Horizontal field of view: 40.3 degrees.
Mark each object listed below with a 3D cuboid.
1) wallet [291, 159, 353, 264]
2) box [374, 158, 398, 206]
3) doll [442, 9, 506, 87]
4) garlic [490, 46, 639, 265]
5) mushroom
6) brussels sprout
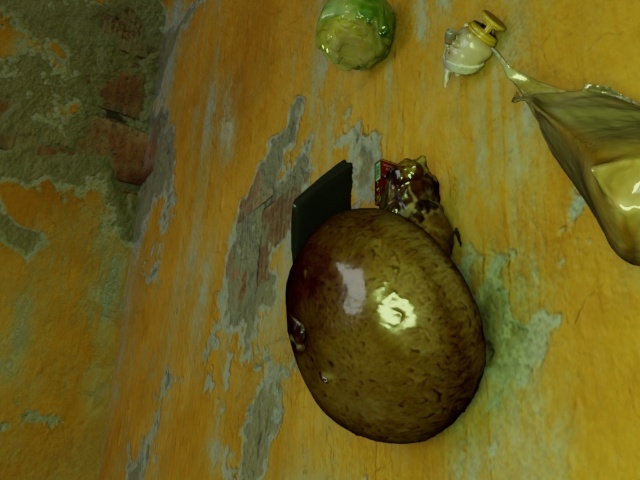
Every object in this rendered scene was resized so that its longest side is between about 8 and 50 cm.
[{"bbox_3d":[0.000,0.000,1.278,0.025,0.124,0.244,32,146,25],"label":"wallet"},{"bbox_3d":[0.116,-0.091,1.451,0.023,0.051,0.082,-39,42,51],"label":"box"},{"bbox_3d":[0.217,-0.293,1.329,0.127,0.084,0.073,-49,34,28],"label":"doll"},{"bbox_3d":[0.311,-0.108,0.934,0.151,0.196,0.338,-47,27,20],"label":"garlic"},{"bbox_3d":[0.105,0.105,1.217,0.334,0.356,0.331,40,122,27],"label":"mushroom"},{"bbox_3d":[0.068,-0.400,1.623,0.151,0.149,0.122,-25,36,38],"label":"brussels sprout"}]
